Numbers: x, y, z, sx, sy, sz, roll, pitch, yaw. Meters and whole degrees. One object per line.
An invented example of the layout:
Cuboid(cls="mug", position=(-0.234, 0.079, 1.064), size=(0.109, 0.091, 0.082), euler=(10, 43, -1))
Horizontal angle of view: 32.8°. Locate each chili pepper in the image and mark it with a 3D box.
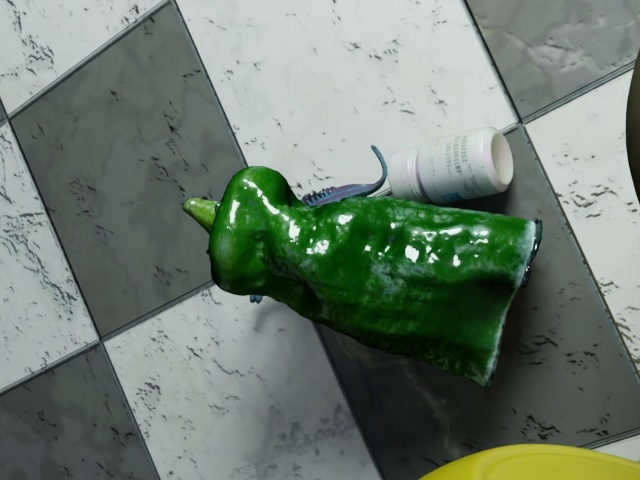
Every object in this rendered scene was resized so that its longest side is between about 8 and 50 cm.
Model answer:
Cuboid(cls="chili pepper", position=(0.020, 0.014, 0.841), size=(0.270, 0.099, 0.136), euler=(15, 127, 4))

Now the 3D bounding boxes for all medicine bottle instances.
Cuboid(cls="medicine bottle", position=(0.100, -0.055, 0.844), size=(0.089, 0.052, 0.052), euler=(-10, 93, 33))

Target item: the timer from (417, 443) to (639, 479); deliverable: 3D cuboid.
Cuboid(cls="timer", position=(0.145, 0.343, 0.711), size=(0.376, 0.376, 0.387), euler=(12, 99, 30))

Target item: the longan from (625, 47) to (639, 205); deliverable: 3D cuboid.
Cuboid(cls="longan", position=(0.294, -0.071, 0.608), size=(0.258, 0.258, 0.258), euler=(6, 102, 31))

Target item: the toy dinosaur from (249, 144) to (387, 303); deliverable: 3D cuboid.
Cuboid(cls="toy dinosaur", position=(0.000, 0.000, 0.921), size=(0.080, 0.045, 0.197), euler=(48, 123, 10))
